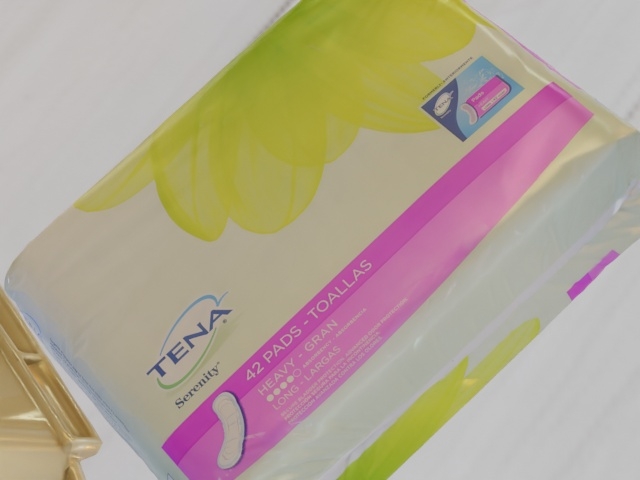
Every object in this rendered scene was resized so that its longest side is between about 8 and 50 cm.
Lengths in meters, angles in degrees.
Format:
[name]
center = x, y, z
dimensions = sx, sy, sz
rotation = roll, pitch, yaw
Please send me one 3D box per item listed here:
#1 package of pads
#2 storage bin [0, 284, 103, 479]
[package of pads]
center = 0.000, 0.000, 1.062
dimensions = 0.296, 0.229, 0.101
rotation = -43, 142, -5
[storage bin]
center = -0.220, 0.030, 0.487
dimensions = 0.262, 0.260, 0.123
rotation = 9, 119, -41
